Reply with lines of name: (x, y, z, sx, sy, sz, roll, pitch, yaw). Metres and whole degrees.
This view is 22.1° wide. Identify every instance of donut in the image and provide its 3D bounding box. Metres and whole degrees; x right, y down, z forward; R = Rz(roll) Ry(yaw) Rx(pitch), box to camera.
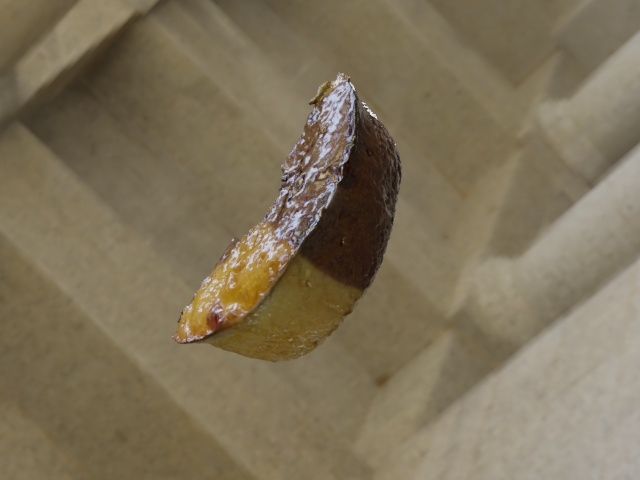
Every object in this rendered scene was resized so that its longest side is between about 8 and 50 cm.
donut: (0.000, 0.000, 1.493, 0.112, 0.295, 0.151, 31, 178, -26)
